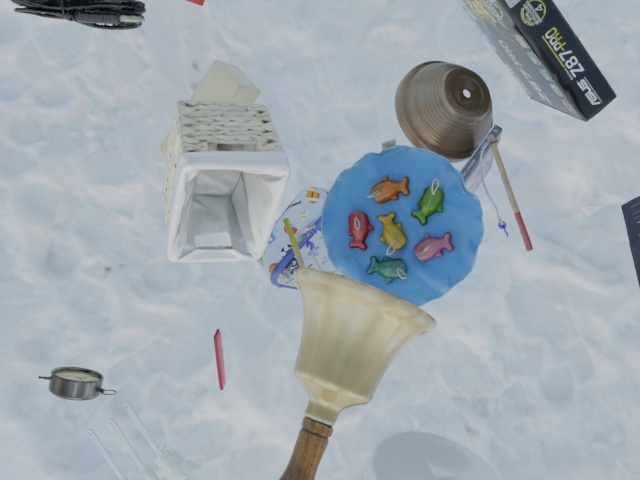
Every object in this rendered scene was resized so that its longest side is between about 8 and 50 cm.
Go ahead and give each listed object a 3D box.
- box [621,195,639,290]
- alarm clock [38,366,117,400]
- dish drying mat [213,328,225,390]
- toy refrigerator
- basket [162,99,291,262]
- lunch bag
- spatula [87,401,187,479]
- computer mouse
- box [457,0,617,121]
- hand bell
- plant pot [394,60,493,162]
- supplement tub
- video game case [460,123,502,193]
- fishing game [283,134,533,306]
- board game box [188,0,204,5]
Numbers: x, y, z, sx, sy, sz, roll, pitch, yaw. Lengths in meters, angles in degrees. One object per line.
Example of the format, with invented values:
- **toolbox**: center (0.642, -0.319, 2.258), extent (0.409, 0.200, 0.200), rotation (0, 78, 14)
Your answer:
- **box**: center (0.629, 0.109, 0.989), extent (0.343, 0.313, 0.179), rotation (37, 131, -25)
- **alarm clock**: center (-0.603, 0.369, 1.717), extent (0.192, 0.129, 0.064), rotation (9, 90, 16)
- **dish drying mat**: center (-0.145, 0.171, 0.975), extent (0.008, 0.032, 0.083), rotation (-2, 104, 3)
- **toy refrigerator**: center (-0.266, -0.288, 1.631), extent (0.102, 0.094, 0.269), rotation (48, 114, 22)
- **basket**: center (-0.110, -0.063, 0.740), extent (0.113, 0.167, 0.103), rotation (-1, 55, -20)
- **lunch bag**: center (0.000, 0.000, 1.512), extent (0.243, 0.303, 0.115), rotation (-47, 66, 14)
- **spatula**: center (-0.471, 0.542, 1.698), extent (0.168, 0.019, 0.242), rotation (-35, 91, 7)
- **computer mouse**: center (-0.323, -0.300, 0.729), extent (0.188, 0.272, 0.072), rotation (10, 77, 12)
- **box**: center (0.448, -0.461, 1.494), extent (0.097, 0.318, 0.395), rotation (-40, 110, 11)
- **hand bell**: center (-0.008, 0.156, 0.537), extent (0.126, 0.126, 0.242), rotation (21, 78, 4)
- **plant pot**: center (0.290, -0.297, 1.470), extent (0.237, 0.109, 0.238), rotation (7, 72, -21)
- **supplement tub**: center (0.135, 0.482, 1.026), extent (0.235, 0.235, 0.325), rotation (15, 113, 5)
- **video game case**: center (0.286, -0.091, 1.416), extent (0.026, 0.196, 0.274), rotation (35, 79, 16)
- **fishing game**: center (0.088, -0.019, 0.754), extent (0.264, 0.041, 0.189), rotation (-18, 80, 12)
- **board game box**: center (-0.197, -0.266, 0.587), extent (0.146, 0.193, 0.045), rotation (27, 106, 10)
